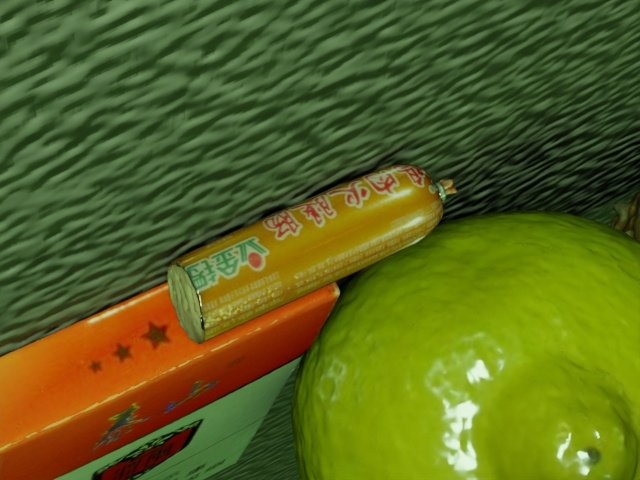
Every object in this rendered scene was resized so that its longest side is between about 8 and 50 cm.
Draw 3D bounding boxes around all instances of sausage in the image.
[{"bbox_3d":[0.000,0.000,0.663,0.107,0.031,0.031,-25,166,-19],"label":"sausage"}]

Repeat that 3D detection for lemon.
[{"bbox_3d":[0.079,0.078,0.798,0.184,0.184,0.248,-28,172,-6],"label":"lemon"}]

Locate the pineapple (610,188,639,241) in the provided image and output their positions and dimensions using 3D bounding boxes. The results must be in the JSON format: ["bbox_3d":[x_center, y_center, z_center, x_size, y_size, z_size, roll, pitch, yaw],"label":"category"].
[{"bbox_3d":[0.220,-0.013,0.829,0.158,0.157,0.278,-24,162,-23],"label":"pineapple"}]

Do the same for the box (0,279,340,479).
[{"bbox_3d":[-0.078,0.074,0.770,0.139,0.035,0.245,-24,167,-20],"label":"box"}]
